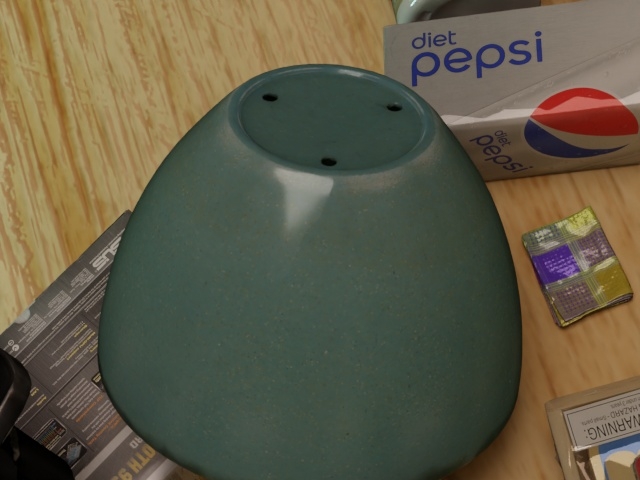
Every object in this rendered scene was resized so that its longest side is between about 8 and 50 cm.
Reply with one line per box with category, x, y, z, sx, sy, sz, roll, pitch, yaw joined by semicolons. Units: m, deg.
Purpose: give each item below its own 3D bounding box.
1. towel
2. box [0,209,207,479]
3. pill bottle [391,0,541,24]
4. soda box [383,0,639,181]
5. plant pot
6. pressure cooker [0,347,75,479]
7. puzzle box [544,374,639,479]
towel;0.185;0.019;1.353;0.060;0.009;0.083;-21;60;3
box;-0.153;0.115;1.362;0.183;0.056;0.231;38;77;26
pill bottle;0.097;-0.244;1.452;0.112;0.112;0.187;-15;60;6
soda box;0.192;-0.112;1.372;0.286;0.091;0.098;-6;63;11
plant pot;0.000;0.000;1.234;0.290;0.195;0.290;4;35;-3
pressure cooker;-0.373;0.222;1.158;0.370;0.420;0.376;-36;28;37
puzzle box;0.372;0.178;1.201;0.408;0.052;0.272;-17;61;5
